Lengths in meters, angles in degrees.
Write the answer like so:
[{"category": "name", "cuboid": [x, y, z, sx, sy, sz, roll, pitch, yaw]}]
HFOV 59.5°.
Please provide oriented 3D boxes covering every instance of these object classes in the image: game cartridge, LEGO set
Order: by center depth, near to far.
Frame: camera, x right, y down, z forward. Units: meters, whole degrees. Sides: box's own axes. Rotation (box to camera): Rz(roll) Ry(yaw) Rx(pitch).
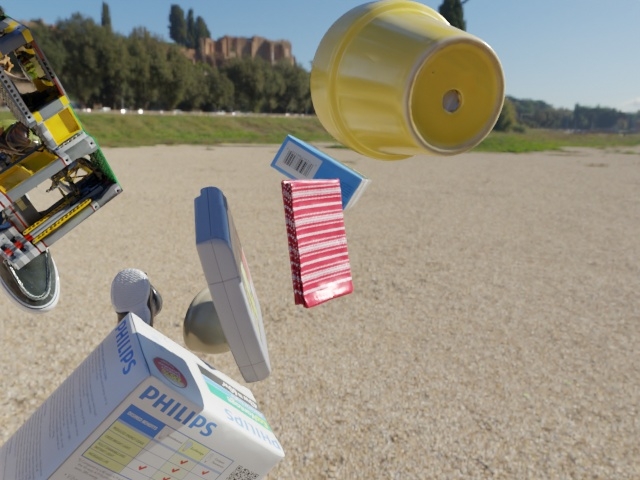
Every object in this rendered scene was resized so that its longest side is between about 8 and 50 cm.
[{"category": "LEGO set", "cuboid": [-0.410, -0.123, 0.660, 0.255, 0.331, 0.192, 35, 63, 21]}, {"category": "game cartridge", "cuboid": [-0.140, 0.081, 0.909, 0.060, 0.294, 0.196, -13, 35, -1]}]

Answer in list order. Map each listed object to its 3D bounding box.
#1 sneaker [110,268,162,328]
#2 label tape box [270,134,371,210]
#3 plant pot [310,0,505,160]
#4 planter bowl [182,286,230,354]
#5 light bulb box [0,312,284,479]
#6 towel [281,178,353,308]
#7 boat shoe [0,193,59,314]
[{"category": "sneaker", "cuboid": [-0.404, 0.196, 1.239, 0.101, 0.269, 0.153, 2, -2, -2]}, {"category": "label tape box", "cuboid": [0.015, -0.202, 1.707, 0.249, 0.115, 0.347, 31, 8, 6]}, {"category": "plant pot", "cuboid": [0.141, -0.232, 0.857, 0.254, 0.254, 0.239, -3, 23, -21]}, {"category": "planter bowl", "cuboid": [-0.229, 0.198, 1.320, 0.109, 0.162, 0.162, 13, 15, 24]}, {"category": "light bulb box", "cuboid": [-0.333, 0.397, 1.052, 0.358, 0.361, 0.225, 45, -2, -34]}, {"category": "towel", "cuboid": [0.000, 0.000, 1.237, 0.031, 0.275, 0.199, -6, 2, 38]}, {"category": "boat shoe", "cuboid": [-0.598, -0.005, 1.114, 0.113, 0.306, 0.105, -12, -11, -33]}]
